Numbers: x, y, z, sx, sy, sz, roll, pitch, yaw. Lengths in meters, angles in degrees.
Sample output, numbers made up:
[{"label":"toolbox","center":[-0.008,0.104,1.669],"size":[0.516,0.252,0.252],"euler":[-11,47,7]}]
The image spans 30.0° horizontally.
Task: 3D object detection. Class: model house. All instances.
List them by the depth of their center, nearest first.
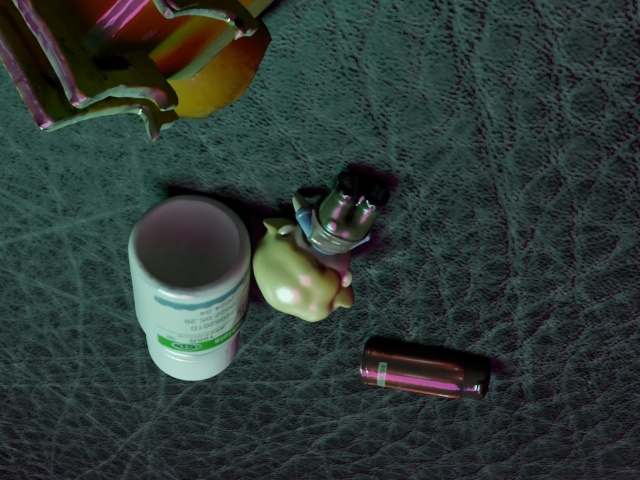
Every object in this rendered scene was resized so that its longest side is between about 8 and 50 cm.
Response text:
[{"label":"model house","center":[-0.147,-0.238,0.706],"size":[0.242,0.313,0.357],"euler":[-40,123,18]}]

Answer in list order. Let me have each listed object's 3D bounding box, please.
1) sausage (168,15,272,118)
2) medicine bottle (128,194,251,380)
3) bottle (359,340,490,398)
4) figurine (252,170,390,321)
[{"label":"sausage","center":[-0.199,-0.236,0.968],"size":[0.354,0.116,0.134],"euler":[37,156,-27]},{"label":"medicine bottle","center":[-0.149,0.064,1.392],"size":[0.139,0.139,0.237],"euler":[12,147,3]},{"label":"bottle","center":[0.134,0.168,1.526],"size":[0.164,0.060,0.060],"euler":[9,148,8]},{"label":"figurine","center":[0.000,0.000,1.290],"size":[0.114,0.108,0.196],"euler":[14,132,-19]}]
